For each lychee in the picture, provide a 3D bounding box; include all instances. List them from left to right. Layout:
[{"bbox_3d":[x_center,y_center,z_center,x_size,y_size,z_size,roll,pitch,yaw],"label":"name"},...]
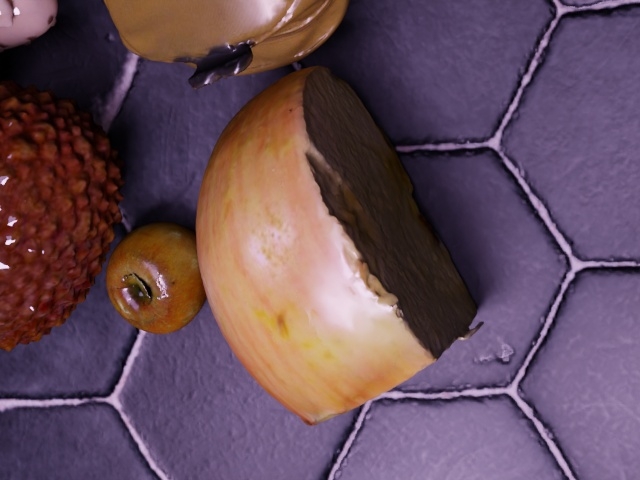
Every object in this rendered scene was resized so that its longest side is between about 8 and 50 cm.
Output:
[{"bbox_3d":[-0.339,-0.024,1.752,0.304,0.276,0.276,-40,83,11],"label":"lychee"}]

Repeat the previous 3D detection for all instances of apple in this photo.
[{"bbox_3d":[-0.162,0.037,1.794,0.099,0.102,0.114,-16,99,32],"label":"apple"},{"bbox_3d":[0.000,0.000,1.695,0.252,0.314,0.309,-34,91,-24],"label":"apple"}]

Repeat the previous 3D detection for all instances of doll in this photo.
[{"bbox_3d":[-0.353,-0.229,1.797,0.278,0.154,0.119,-31,100,17],"label":"doll"}]

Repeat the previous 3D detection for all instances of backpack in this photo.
[{"bbox_3d":[-0.104,-0.342,1.652,0.353,0.201,0.378,-15,90,39],"label":"backpack"}]
